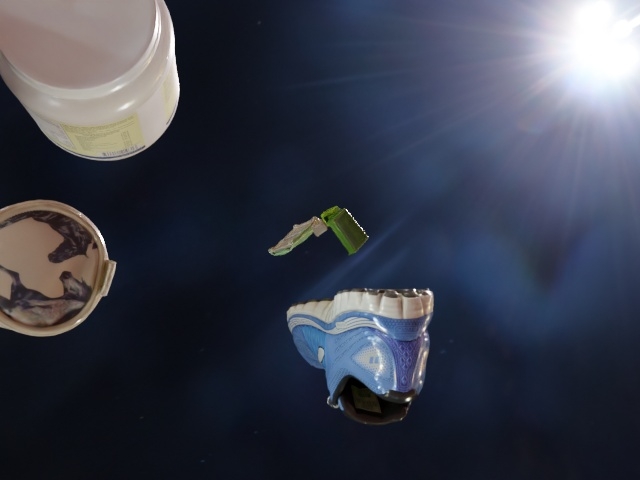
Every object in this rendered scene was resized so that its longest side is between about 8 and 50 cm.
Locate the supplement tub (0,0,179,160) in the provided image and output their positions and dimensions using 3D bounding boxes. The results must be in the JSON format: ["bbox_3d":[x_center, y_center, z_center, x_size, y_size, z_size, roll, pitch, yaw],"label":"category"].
[{"bbox_3d":[-0.322,-0.257,1.111,0.235,0.325,0.235,1,-97,-8],"label":"supplement tub"}]

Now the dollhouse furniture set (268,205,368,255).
[{"bbox_3d":[0.000,0.000,1.172,0.058,0.152,0.076,54,-130,-12],"label":"dollhouse furniture set"}]

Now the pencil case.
[{"bbox_3d":[-0.398,0.044,1.081,0.184,0.410,0.159,4,-96,-25],"label":"pencil case"}]

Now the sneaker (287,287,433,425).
[{"bbox_3d":[0.036,0.142,0.934,0.130,0.330,0.147,3,-100,-12],"label":"sneaker"}]
